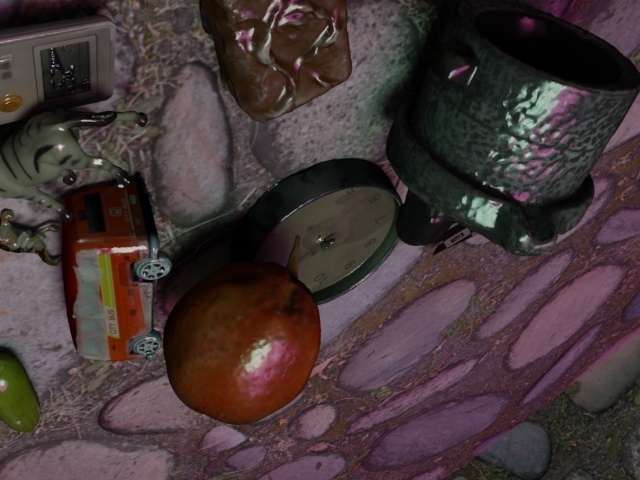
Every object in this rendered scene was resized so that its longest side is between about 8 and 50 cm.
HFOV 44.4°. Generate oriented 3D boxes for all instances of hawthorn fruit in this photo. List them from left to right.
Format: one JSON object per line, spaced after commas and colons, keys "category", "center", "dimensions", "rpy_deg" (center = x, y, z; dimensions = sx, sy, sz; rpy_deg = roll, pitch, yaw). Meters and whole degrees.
{"category": "hawthorn fruit", "center": [-0.092, 0.111, 1.040], "dimensions": [0.210, 0.210, 0.262], "rpy_deg": [5, 125, -42]}

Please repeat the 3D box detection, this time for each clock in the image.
{"category": "clock", "center": [0.000, 0.000, 1.175], "dimensions": [0.280, 0.055, 0.280], "rpy_deg": [-22, 145, -16]}

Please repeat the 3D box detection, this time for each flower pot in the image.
{"category": "flower pot", "center": [0.231, -0.119, 0.991], "dimensions": [0.299, 0.299, 0.283], "rpy_deg": [-7, 135, -33]}

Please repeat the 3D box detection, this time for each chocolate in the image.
{"category": "chocolate", "center": [-0.040, -0.221, 0.825], "dimensions": [0.148, 0.093, 0.214], "rpy_deg": [-25, 146, -7]}

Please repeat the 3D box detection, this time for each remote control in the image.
{"category": "remote control", "center": [-0.346, -0.147, 0.715], "dimensions": [0.313, 0.055, 0.109], "rpy_deg": [-18, 154, -26]}

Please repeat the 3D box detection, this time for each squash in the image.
{"category": "squash", "center": [-0.435, 0.222, 1.104], "dimensions": [0.066, 0.066, 0.201], "rpy_deg": [-19, 147, -19]}

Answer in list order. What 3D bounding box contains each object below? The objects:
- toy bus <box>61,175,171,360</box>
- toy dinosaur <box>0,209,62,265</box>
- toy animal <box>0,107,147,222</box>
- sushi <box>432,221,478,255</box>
{"category": "toy bus", "center": [-0.260, 0.051, 0.984], "dimensions": [0.120, 0.121, 0.265], "rpy_deg": [-7, 140, -20]}
{"category": "toy dinosaur", "center": [-0.348, -0.006, 0.903], "dimensions": [0.058, 0.037, 0.180], "rpy_deg": [-43, 146, 8]}
{"category": "toy animal", "center": [-0.299, -0.079, 0.797], "dimensions": [0.217, 0.073, 0.176], "rpy_deg": [-30, 157, 25]}
{"category": "sushi", "center": [0.326, -0.102, 1.313], "dimensions": [0.290, 0.050, 0.264], "rpy_deg": [-24, 160, -17]}
